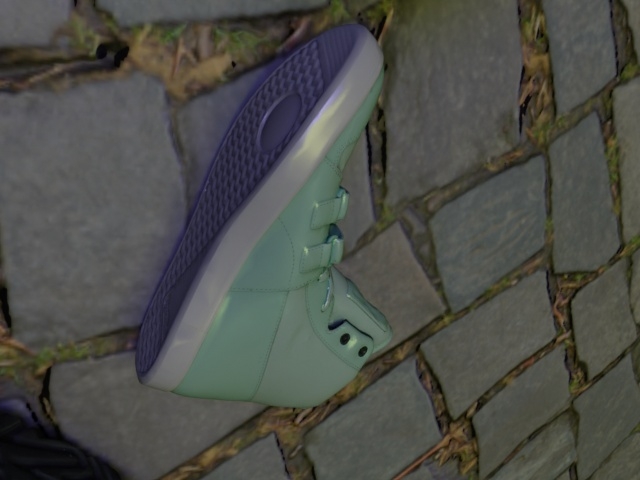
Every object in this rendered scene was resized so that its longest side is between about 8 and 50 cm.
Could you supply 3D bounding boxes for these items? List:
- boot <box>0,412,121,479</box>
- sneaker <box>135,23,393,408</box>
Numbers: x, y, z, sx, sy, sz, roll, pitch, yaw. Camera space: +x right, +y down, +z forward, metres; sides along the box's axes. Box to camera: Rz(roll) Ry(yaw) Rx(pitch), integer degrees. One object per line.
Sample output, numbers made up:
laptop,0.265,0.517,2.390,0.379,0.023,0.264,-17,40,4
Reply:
boot,-0.356,0.248,0.312,0.445,0.146,0.367,-41,124,-3
sneaker,0.000,0.000,0.422,0.151,0.094,0.256,21,110,-29
